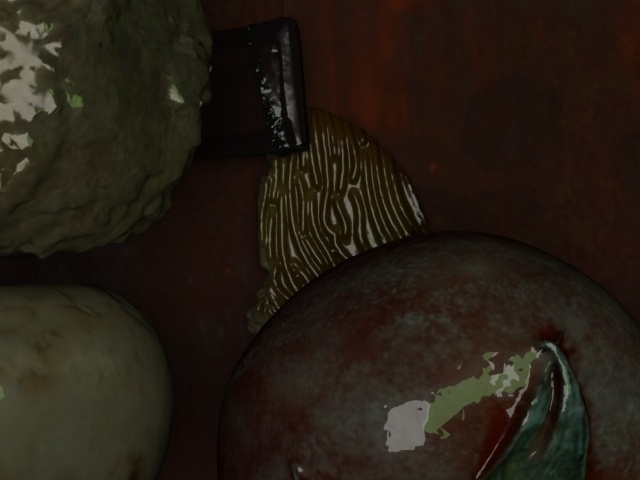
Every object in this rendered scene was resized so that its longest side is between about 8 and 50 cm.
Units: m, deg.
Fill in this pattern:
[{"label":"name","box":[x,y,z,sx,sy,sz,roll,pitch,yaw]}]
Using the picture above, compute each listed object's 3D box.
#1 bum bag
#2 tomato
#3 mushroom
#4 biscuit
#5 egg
[{"label":"bum bag","box":[-0.088,-0.114,0.935,0.159,0.026,0.109,-5,84,14]},{"label":"tomato","box":[0.089,0.149,0.809,0.317,0.282,0.316,-4,110,-12]},{"label":"mushroom","box":[-0.259,0.107,0.826,0.298,0.297,0.290,-27,63,-3]},{"label":"biscuit","box":[0.000,0.000,0.944,0.176,0.031,0.228,-33,90,-4]},{"label":"egg","box":[-0.206,-0.124,0.810,0.279,0.279,0.310,1,57,-2]}]
